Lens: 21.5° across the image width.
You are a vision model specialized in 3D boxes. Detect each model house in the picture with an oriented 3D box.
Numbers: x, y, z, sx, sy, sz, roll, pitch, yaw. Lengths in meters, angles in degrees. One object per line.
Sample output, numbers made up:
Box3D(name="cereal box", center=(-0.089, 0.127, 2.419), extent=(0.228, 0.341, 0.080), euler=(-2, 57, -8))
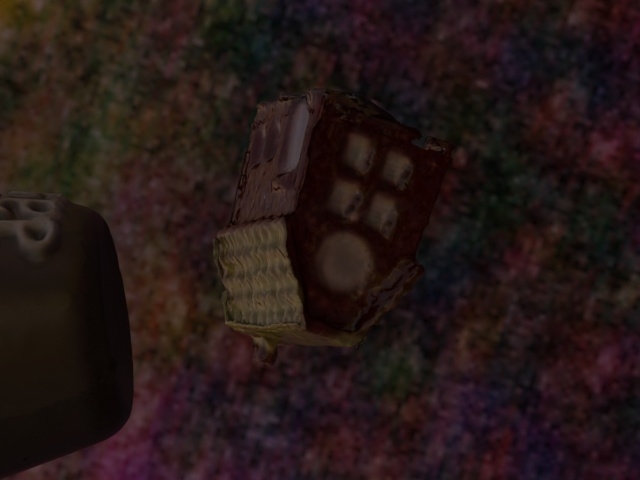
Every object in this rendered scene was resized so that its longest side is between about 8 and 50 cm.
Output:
Box3D(name="model house", center=(0.000, 0.000, 1.632), extent=(0.196, 0.160, 0.254), euler=(-3, 71, 66))

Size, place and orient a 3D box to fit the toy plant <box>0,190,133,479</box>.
Box3D(name="toy plant", center=(-0.156, 0.034, 0.482), extent=(0.143, 0.200, 0.105), euler=(-101, 4, -63))
